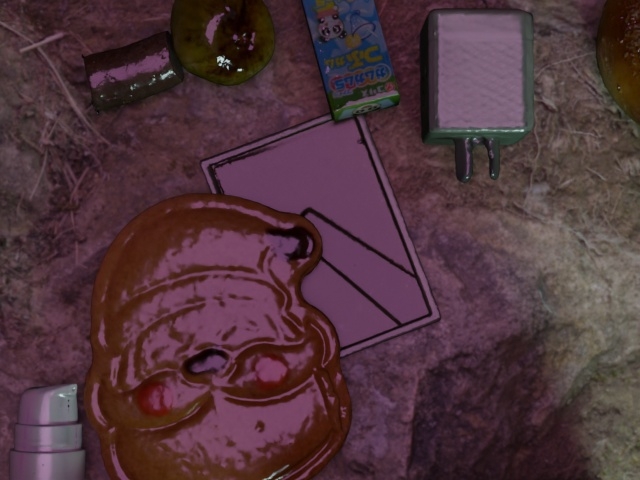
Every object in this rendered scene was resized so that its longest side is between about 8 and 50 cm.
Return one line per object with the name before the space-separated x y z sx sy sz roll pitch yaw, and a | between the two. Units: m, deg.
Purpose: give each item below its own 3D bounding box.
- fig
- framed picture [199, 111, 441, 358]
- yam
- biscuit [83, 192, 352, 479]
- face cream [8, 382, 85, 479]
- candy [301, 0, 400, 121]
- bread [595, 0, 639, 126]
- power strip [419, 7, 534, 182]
fig | -0.133 -0.281 1.803 0.136 0.121 0.153 -20 81 -20
framed picture | 0.000 0.000 1.842 0.241 0.020 0.324 -22 88 -3
yam | -0.253 -0.228 1.820 0.127 0.084 0.084 -18 87 1
biscuit | -0.144 0.163 1.795 0.350 0.078 0.455 -11 88 5
face cream | -0.359 0.360 1.771 0.102 0.102 0.345 0 86 -1
candy | 0.039 -0.267 1.827 0.097 0.062 0.194 -15 81 -2
bread | 0.523 -0.262 1.800 0.306 0.159 0.305 0 86 -1
power strip | 0.206 -0.186 1.799 0.139 0.140 0.224 0 88 -2
